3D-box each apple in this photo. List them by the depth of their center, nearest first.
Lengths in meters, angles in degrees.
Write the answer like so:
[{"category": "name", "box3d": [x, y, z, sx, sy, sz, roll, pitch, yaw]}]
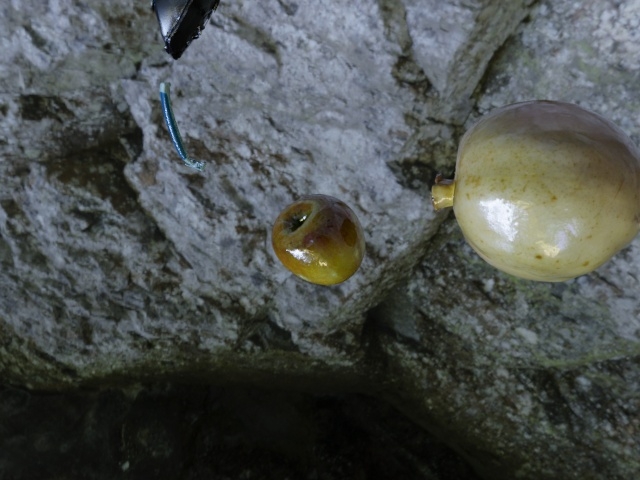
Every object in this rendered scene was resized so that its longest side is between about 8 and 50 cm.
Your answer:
[{"category": "apple", "box3d": [-0.001, 0.005, 0.895, 0.147, 0.163, 0.146, 47, -133, -40]}]

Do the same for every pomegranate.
[{"category": "pomegranate", "box3d": [0.337, -0.082, 0.808, 0.320, 0.319, 0.319, 12, -135, -12]}]

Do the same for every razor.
[{"category": "razor", "box3d": [-0.296, -0.231, 1.041, 0.068, 0.191, 0.037, 22, -131, 41]}]

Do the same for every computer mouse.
[{"category": "computer mouse", "box3d": [-0.174, -0.373, 0.709, 0.078, 0.241, 0.146, 24, -152, 5]}]
